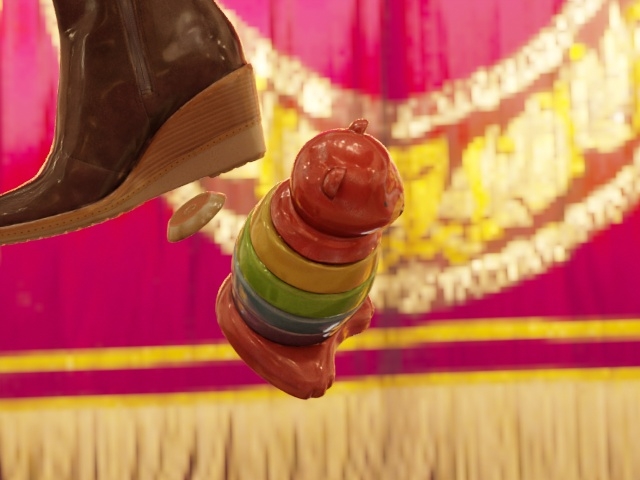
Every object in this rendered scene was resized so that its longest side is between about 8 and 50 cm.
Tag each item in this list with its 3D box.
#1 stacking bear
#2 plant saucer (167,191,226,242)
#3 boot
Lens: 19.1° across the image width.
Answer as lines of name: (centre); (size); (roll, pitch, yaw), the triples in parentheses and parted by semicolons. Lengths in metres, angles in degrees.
stacking bear: (0.000, 0.000, 1.977); (0.164, 0.175, 0.289); (29, -42, 5)
plant saucer: (-0.145, -0.031, 2.166); (0.083, 0.015, 0.083); (-33, 21, 15)
boot: (-0.180, -0.122, 1.482); (0.248, 0.207, 0.090); (-22, 4, -3)
